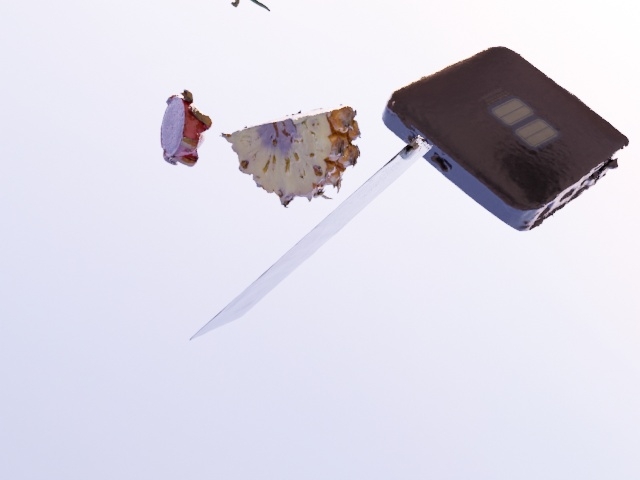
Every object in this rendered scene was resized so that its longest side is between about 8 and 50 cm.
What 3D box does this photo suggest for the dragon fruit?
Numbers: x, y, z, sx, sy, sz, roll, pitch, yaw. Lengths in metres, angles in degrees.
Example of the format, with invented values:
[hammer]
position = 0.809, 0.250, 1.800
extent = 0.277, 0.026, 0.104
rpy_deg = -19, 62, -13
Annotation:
[dragon fruit]
position = -0.227, -0.189, 1.495
extent = 0.068, 0.112, 0.126
rpy_deg = 4, -87, -32

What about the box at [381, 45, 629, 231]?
[box]
position = 0.330, -0.195, 1.562
extent = 0.359, 0.091, 0.350
rpy_deg = -30, -118, -36

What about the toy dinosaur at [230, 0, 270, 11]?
[toy dinosaur]
position = -0.118, -0.370, 1.261
extent = 0.120, 0.060, 0.029
rpy_deg = 34, -154, -6

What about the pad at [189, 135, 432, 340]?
[pad]
position = 0.000, 0.000, 0.808
extent = 0.009, 0.265, 0.159
rpy_deg = 50, -169, 5

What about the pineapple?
[pineapple]
position = -0.032, -0.107, 1.214
extent = 0.079, 0.233, 0.135
rpy_deg = -28, -71, -38
